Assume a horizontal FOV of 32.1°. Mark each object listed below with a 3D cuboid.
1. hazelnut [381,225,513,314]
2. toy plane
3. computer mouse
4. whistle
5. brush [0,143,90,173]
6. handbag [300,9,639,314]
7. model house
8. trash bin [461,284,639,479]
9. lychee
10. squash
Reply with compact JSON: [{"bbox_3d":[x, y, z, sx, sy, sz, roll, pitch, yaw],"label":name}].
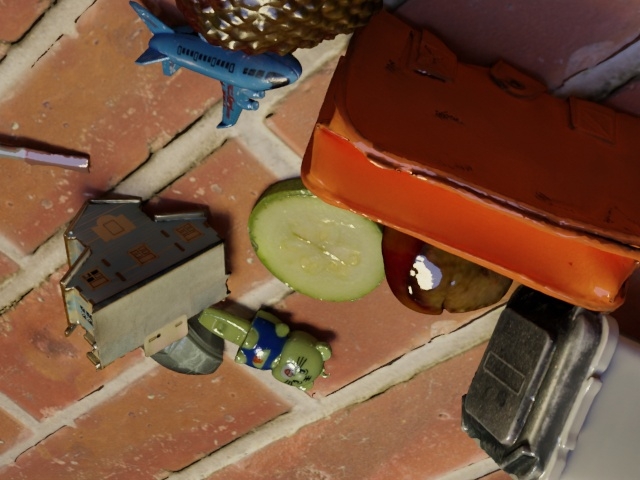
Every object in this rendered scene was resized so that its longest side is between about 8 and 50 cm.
[{"bbox_3d":[0.163,0.003,1.490,0.208,0.208,0.208,9,132,10],"label":"hazelnut"},{"bbox_3d":[-0.124,-0.236,1.395,0.271,0.105,0.254,12,142,33],"label":"toy plane"},{"bbox_3d":[-0.252,0.145,1.804,0.126,0.071,0.231,-26,117,34],"label":"computer mouse"},{"bbox_3d":[-0.086,0.164,1.759,0.227,0.085,0.105,26,123,-5],"label":"whistle"},{"bbox_3d":[-0.490,-0.133,1.648,0.301,0.071,0.084,11,129,1],"label":"brush"},{"bbox_3d":[0.201,-0.103,1.293,0.410,0.303,0.116,22,131,-4],"label":"handbag"},{"bbox_3d":[-0.289,0.046,1.661,0.206,0.271,0.178,39,146,32],"label":"model house"},{"bbox_3d":[0.416,0.213,1.521,0.368,0.256,0.295,20,94,-16],"label":"trash bin"},{"bbox_3d":[-0.047,-0.320,1.234,0.271,0.236,0.236,10,133,-9],"label":"lychee"},{"bbox_3d":[-0.001,0.003,1.622,0.219,0.041,0.219,9,131,10],"label":"squash"}]
